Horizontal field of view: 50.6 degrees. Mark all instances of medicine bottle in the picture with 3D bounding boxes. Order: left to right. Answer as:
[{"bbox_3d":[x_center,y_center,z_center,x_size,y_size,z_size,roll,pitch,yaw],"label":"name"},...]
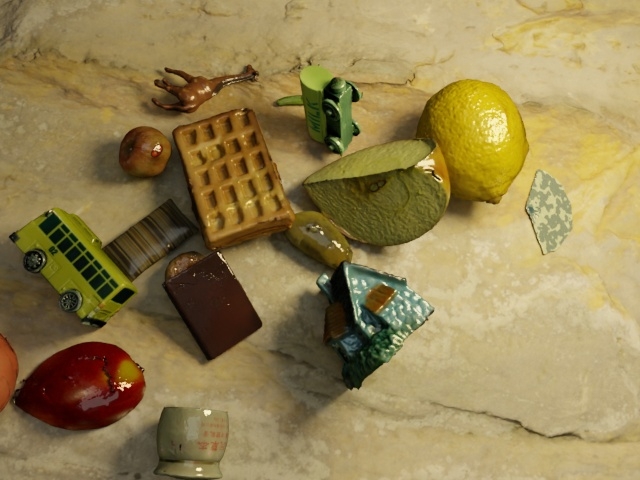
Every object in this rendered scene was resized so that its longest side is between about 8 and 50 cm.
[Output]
[{"bbox_3d":[-0.266,0.421,1.399,0.147,0.147,0.143,5,72,-6],"label":"medicine bottle"}]

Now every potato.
[{"bbox_3d":[0.000,0.000,1.618,0.188,0.085,0.105,42,76,2],"label":"potato"}]

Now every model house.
[{"bbox_3d":[0.076,0.161,1.477,0.226,0.261,0.241,-41,82,-19],"label":"model house"}]

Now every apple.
[{"bbox_3d":[-0.418,-0.209,1.613,0.102,0.126,0.126,18,62,-47],"label":"apple"},{"bbox_3d":[0.144,-0.124,1.610,0.346,0.179,0.254,-8,69,28],"label":"apple"}]

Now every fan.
[{"bbox_3d":[0.598,-0.075,1.768,0.131,0.009,0.240,6,70,-7],"label":"fan"}]

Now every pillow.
[{"bbox_3d":[-0.397,-0.002,1.584,0.203,0.038,0.113,-39,78,-19],"label":"pillow"}]

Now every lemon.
[{"bbox_3d":[0.373,-0.242,1.659,0.268,0.268,0.321,-22,70,-15],"label":"lemon"}]

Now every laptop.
[{"bbox_3d":[-0.241,0.145,1.529,0.154,0.026,0.207,-33,99,-22],"label":"laptop"}]

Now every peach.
[{"bbox_3d":[-0.519,0.310,1.445,0.279,0.068,0.189,-11,71,-11],"label":"peach"}]

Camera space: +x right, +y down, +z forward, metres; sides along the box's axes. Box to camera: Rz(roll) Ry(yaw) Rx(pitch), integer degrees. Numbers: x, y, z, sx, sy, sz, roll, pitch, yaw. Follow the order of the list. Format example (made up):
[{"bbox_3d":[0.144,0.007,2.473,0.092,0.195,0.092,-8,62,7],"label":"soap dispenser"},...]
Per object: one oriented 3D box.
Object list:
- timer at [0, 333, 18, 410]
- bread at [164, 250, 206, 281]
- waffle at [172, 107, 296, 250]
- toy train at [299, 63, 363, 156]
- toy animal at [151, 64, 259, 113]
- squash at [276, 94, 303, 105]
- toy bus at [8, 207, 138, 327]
[{"bbox_3d":[-0.729,0.272,1.352,0.230,0.215,0.229,2,77,-10],"label":"timer"},{"bbox_3d":[-0.308,0.071,1.560,0.113,0.060,0.082,-28,78,-18],"label":"bread"},{"bbox_3d":[-0.210,-0.146,1.600,0.224,0.098,0.327,-19,69,-5],"label":"waffle"},{"bbox_3d":[0.016,-0.318,1.651,0.157,0.253,0.105,34,70,20],"label":"toy train"},{"bbox_3d":[-0.291,-0.397,1.726,0.230,0.066,0.224,13,50,6],"label":"toy animal"},{"bbox_3d":[-0.072,-0.365,1.762,0.089,0.027,0.027,-3,72,-6],"label":"squash"},{"bbox_3d":[-0.538,0.055,1.488,0.150,0.128,0.262,-43,81,-8],"label":"toy bus"}]
